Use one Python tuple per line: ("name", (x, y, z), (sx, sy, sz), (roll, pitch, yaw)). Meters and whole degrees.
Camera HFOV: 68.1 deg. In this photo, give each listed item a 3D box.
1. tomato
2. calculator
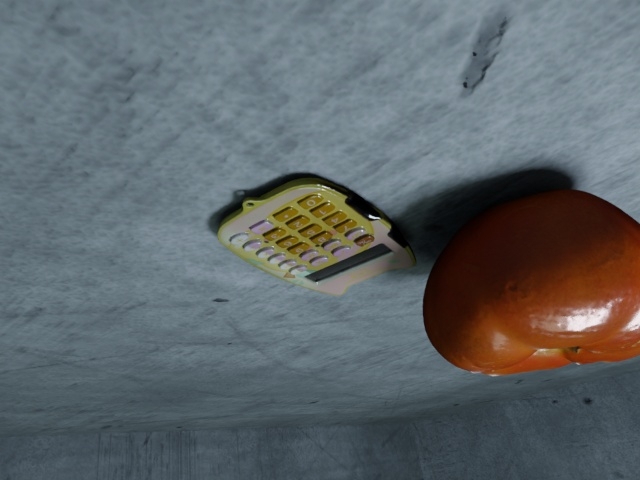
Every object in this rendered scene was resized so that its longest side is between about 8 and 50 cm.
("tomato", (0.235, 0.053, 0.530), (0.260, 0.179, 0.259), (-6, 151, -3))
("calculator", (0.000, 0.000, 0.519), (0.157, 0.033, 0.236), (-24, 147, 27))
